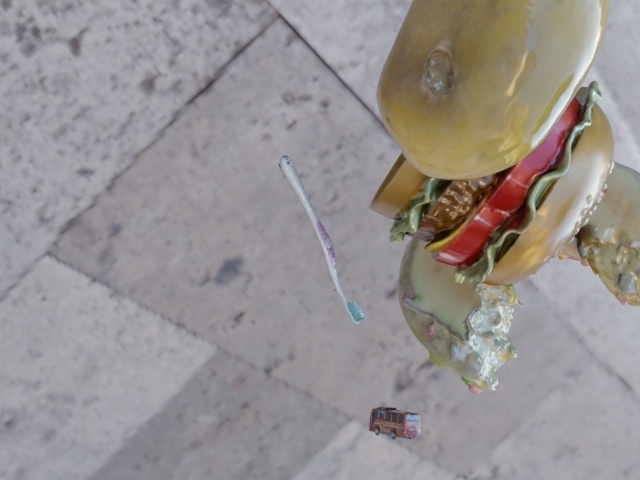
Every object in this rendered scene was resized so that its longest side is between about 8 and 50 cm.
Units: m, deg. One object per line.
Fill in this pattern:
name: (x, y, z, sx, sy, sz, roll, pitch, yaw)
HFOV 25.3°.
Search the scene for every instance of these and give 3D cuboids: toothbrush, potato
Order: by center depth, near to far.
potato: (0.145, -0.155, 1.172, 0.146, 0.150, 0.234, 21, 107, -26)
toothbrush: (0.000, 0.000, 1.574, 0.022, 0.204, 0.017, -23, -175, 32)

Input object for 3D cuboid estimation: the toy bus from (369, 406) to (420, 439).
toy bus: (0.107, 0.264, 2.065, 0.031, 0.110, 0.043, 3, 87, -26)

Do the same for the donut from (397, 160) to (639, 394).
donut: (0.277, 0.029, 1.824, 0.371, 0.307, 0.150, -22, 138, -1)

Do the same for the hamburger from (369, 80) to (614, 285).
hamburger: (0.203, -0.077, 1.578, 0.274, 0.212, 0.274, -57, -179, 2)
